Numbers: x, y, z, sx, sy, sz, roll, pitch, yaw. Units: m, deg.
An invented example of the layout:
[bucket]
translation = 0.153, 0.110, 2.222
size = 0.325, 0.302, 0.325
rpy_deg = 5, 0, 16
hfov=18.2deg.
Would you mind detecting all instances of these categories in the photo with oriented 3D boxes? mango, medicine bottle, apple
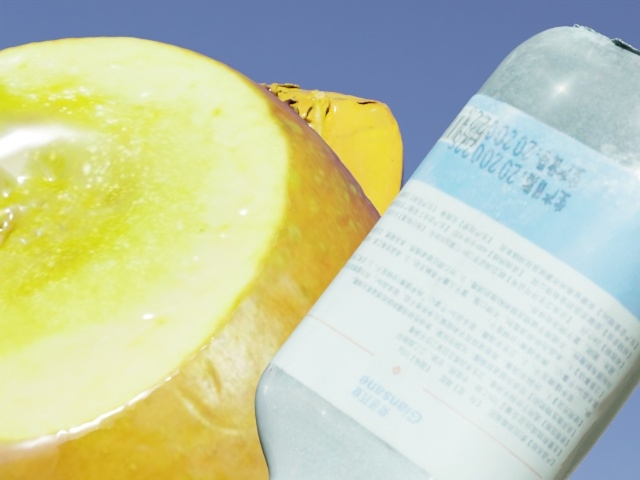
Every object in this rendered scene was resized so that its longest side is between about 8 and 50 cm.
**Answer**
[mango]
translation = 0.000, 0.000, 1.562
size = 0.126, 0.252, 0.154
rpy_deg = 2, -6, -13
[medicine bottle]
translation = 0.033, 0.040, 0.540
size = 0.090, 0.208, 0.054
rpy_deg = 33, -8, 36
[apple]
translation = -0.129, 0.100, 0.995
size = 0.374, 0.384, 0.374
rpy_deg = -26, -1, -1
